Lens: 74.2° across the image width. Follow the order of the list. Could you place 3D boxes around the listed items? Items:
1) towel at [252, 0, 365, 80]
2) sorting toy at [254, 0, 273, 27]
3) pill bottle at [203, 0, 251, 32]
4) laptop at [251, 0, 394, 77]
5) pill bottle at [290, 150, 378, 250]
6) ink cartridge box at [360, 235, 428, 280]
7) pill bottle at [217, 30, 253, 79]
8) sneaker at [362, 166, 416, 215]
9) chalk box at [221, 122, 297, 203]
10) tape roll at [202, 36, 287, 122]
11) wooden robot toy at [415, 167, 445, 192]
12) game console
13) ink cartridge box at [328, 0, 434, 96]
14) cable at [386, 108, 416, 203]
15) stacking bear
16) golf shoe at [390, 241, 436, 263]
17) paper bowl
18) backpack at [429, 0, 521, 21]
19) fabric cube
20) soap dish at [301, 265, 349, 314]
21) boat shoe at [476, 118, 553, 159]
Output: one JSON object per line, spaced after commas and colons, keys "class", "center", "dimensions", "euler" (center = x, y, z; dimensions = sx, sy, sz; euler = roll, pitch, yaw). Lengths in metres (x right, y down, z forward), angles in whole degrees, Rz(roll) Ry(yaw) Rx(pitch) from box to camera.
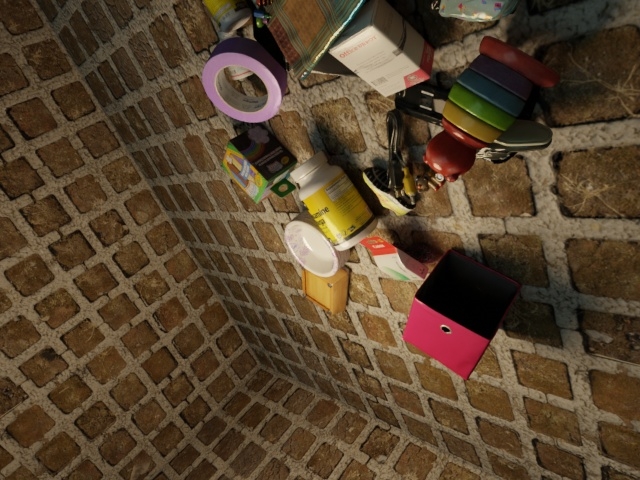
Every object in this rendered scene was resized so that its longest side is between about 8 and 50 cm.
{"class": "towel", "center": [-0.036, -0.580, 0.977], "dimensions": [0.272, 0.040, 0.370], "euler": [60, 150, -3]}
{"class": "sorting toy", "center": [-0.136, -0.577, 1.058], "dimensions": [0.042, 0.061, 0.102], "euler": [15, 151, 3]}
{"class": "pill bottle", "center": [-0.322, -0.789, 1.345], "dimensions": [0.117, 0.117, 0.215], "euler": [-13, 114, 54]}
{"class": "laptop", "center": [-0.014, -0.681, 1.140], "dimensions": [0.408, 0.236, 0.382], "euler": [54, 153, 37]}
{"class": "pill bottle", "center": [0.043, -0.145, 1.523], "dimensions": [0.334, 0.188, 0.188], "euler": [54, 147, -8]}
{"class": "ink cartridge box", "center": [0.241, 0.068, 1.494], "dimensions": [0.224, 0.056, 0.181], "euler": [30, 166, -15]}
{"class": "pill bottle", "center": [-0.299, -0.656, 1.484], "dimensions": [0.087, 0.087, 0.160], "euler": [13, 134, 42]}
{"class": "sneaker", "center": [0.215, -0.156, 1.412], "dimensions": [0.208, 0.081, 0.094], "euler": [45, 152, 7]}
{"class": "chalk box", "center": [-0.227, -0.284, 1.703], "dimensions": [0.289, 0.180, 0.179], "euler": [48, 147, 3]}
{"class": "tape roll", "center": [-0.256, -0.539, 1.442], "dimensions": [0.274, 0.090, 0.275], "euler": [10, 147, 6]}
{"class": "wooden robot toy", "center": [0.323, -0.177, 1.262], "dimensions": [0.076, 0.079, 0.173], "euler": [45, 148, 6]}
{"class": "game console", "center": [0.351, -0.344, 1.091], "dimensions": [0.361, 0.044, 0.213], "euler": [29, 141, 26]}
{"class": "ink cartridge box", "center": [0.152, -0.471, 1.049], "dimensions": [0.217, 0.092, 0.158], "euler": [22, 164, -36]}
{"class": "cable", "center": [0.239, -0.254, 1.281], "dimensions": [0.139, 0.072, 0.288], "euler": [-121, 21, -67]}
{"class": "stacking bear", "center": [0.341, -0.271, 0.930], "dimensions": [0.175, 0.164, 0.289], "euler": [45, 121, 28]}
{"class": "golf shoe", "center": [0.336, 0.054, 1.514], "dimensions": [0.186, 0.068, 0.086], "euler": [14, 159, 43]}
{"class": "paper bowl", "center": [0.000, 0.000, 1.761], "dimensions": [0.284, 0.148, 0.284], "euler": [31, 143, 26]}
{"class": "backpack", "center": [0.325, -0.518, 0.873], "dimensions": [0.181, 0.115, 0.152], "euler": [28, 140, 25]}
{"class": "fabric cube", "center": [0.449, 0.239, 1.382], "dimensions": [0.254, 0.259, 0.258], "euler": [30, 144, 24]}
{"class": "soap dish", "center": [0.016, 0.201, 1.980], "dimensions": [0.228, 0.118, 0.291], "euler": [30, 144, 26]}
{"class": "boat shoe", "center": [0.431, -0.235, 1.013], "dimensions": [0.233, 0.084, 0.079], "euler": [8, 148, 41]}
